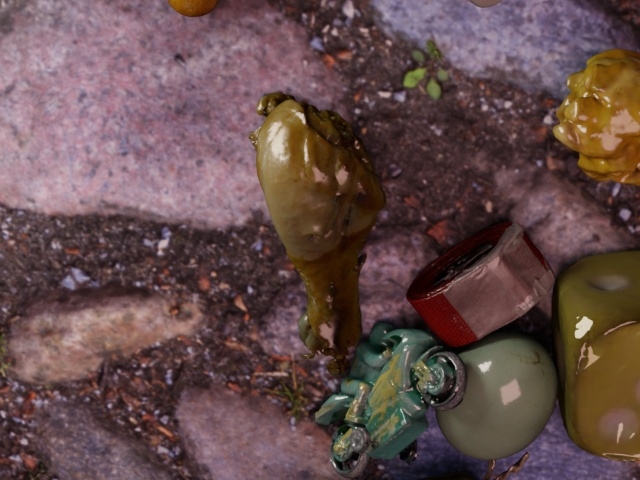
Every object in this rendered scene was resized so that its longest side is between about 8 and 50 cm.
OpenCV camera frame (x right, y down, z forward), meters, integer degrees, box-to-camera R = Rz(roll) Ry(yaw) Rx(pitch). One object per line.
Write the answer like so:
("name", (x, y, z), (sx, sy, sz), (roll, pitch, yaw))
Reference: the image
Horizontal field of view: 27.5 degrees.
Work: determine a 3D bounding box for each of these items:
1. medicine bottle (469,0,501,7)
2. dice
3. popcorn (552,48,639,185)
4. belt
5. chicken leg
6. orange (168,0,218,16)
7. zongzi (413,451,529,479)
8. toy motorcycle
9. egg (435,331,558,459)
("medicine bottle", (0.236, -0.408, 1.735), (0.119, 0.069, 0.183), (35, 110, -11))
("dice", (0.458, 0.160, 1.875), (0.233, 0.227, 0.238), (-4, 113, 3))
("popcorn", (0.427, -0.156, 1.772), (0.253, 0.191, 0.190), (10, 126, -12))
("belt", (0.238, 0.070, 1.899), (0.201, 0.128, 0.124), (-33, 108, 18))
("chicken leg", (0.000, 0.000, 1.884), (0.201, 0.153, 0.429), (2, 120, 14))
("orange", (-0.171, -0.342, 1.772), (0.085, 0.085, 0.085), (1, 112, 2))
("zongzi", (0.109, 0.519, 1.905), (0.499, 0.467, 0.218), (-23, 105, 10))
("toy motorcycle", (0.093, 0.223, 1.946), (0.109, 0.198, 0.296), (15, 131, -38))
("egg", (0.260, 0.228, 1.932), (0.168, 0.168, 0.231), (21, 135, -6))
